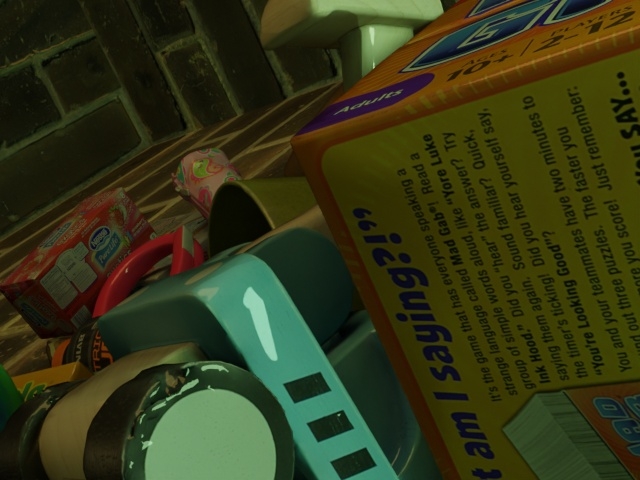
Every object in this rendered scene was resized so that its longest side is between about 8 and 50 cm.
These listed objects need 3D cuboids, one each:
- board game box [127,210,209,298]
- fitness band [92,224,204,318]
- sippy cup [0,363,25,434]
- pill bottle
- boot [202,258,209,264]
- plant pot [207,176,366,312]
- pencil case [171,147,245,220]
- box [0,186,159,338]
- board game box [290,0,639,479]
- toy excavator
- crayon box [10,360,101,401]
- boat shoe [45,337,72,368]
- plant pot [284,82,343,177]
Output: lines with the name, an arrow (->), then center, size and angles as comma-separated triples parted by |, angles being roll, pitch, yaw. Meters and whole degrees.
board game box -> -0.302, 0.036, 1.796 | 0.317, 0.066, 0.318 | -10, 22, 41
fitness band -> -0.276, 0.087, 1.483 | 0.209, 0.054, 0.291 | -37, 27, 17
sippy cup -> -0.410, 0.181, 0.839 | 0.305, 0.240, 0.224 | -46, 24, -27
pill bottle -> -0.242, 0.154, 1.225 | 0.245, 0.131, 0.130 | -14, 19, 34
boot -> -0.002, -0.004, 1.365 | 0.260, 0.131, 0.348 | -34, 18, -28
plant pot -> 0.070, 0.049, 0.937 | 0.293, 0.275, 0.274 | -13, 11, -22
pencil case -> -0.163, -0.062, 1.651 | 0.124, 0.124, 0.284 | -29, 41, -15
box -> -0.416, 0.038, 1.631 | 0.122, 0.128, 0.257 | -10, 33, 40
board game box -> 0.266, -0.015, 0.598 | 0.356, 0.357, 0.356 | -14, 19, 32
toy excavator -> -0.008, 0.048, 0.670 | 0.445, 0.433, 0.222 | -36, 10, -36
crayon box -> -0.328, 0.247, 0.940 | 0.203, 0.083, 0.323 | -16, 40, 29
boat shoe -> -0.395, 0.182, 1.488 | 0.072, 0.068, 0.190 | -17, 13, -15
plant pot -> 0.060, -0.147, 1.627 | 0.254, 0.237, 0.237 | -32, 8, 43
